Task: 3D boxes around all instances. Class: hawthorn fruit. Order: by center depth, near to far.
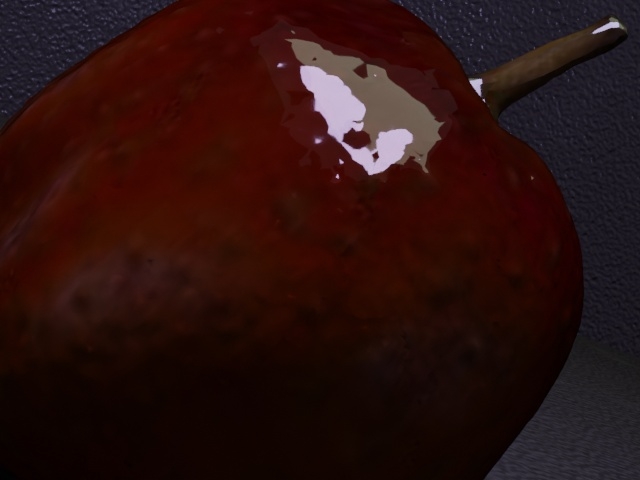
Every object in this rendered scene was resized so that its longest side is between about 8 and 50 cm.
[{"bbox_3d":[0.000,0.000,0.533,0.287,0.330,0.287,50,12,-14],"label":"hawthorn fruit"}]
